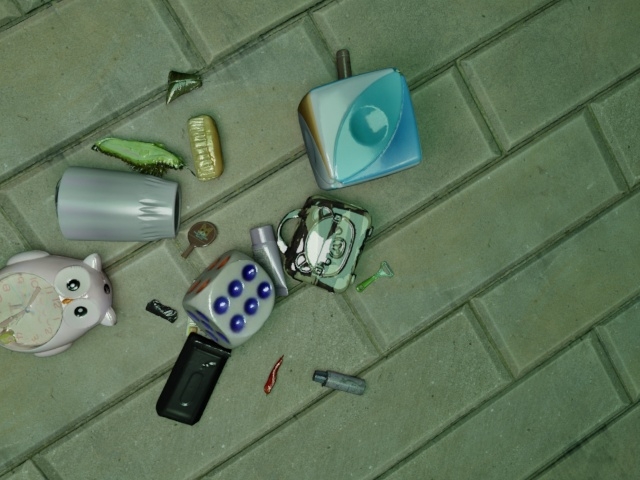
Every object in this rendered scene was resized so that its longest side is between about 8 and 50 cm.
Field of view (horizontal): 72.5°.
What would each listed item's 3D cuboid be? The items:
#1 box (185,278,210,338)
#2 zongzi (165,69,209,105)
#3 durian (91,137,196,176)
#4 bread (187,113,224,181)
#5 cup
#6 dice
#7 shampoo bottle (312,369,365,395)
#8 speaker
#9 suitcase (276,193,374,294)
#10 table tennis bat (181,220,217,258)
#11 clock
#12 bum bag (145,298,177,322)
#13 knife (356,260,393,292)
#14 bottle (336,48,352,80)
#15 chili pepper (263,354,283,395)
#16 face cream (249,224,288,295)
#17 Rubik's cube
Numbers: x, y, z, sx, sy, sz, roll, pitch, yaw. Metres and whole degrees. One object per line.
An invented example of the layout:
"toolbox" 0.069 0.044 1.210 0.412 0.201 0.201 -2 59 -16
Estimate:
"box" -0.444 0.266 1.684 0.122 0.032 0.220 8 93 -10
"zongzi" -0.481 -0.544 1.596 0.154 0.062 0.130 7 83 -10
"durian" -0.621 -0.295 1.570 0.376 0.106 0.132 12 88 -3
"bread" -0.414 -0.336 1.588 0.106 0.140 0.236 -9 99 -12
"cup" -0.685 -0.114 1.508 0.372 0.253 0.253 4 94 -12
"dice" -0.321 0.207 1.551 0.243 0.251 0.259 50 61 -17
"shampoo bottle" 0.074 0.575 1.775 0.214 0.072 0.072 17 92 -10
"speaker" -0.467 0.519 1.608 0.180 0.184 0.388 24 97 -12
"suitcase" 0.000 0.000 1.659 0.340 0.194 0.351 19 91 0
"table tennis bat" -0.459 0.021 1.677 0.108 0.119 0.169 28 65 15
"clock" -0.905 0.202 1.498 0.377 0.250 0.368 -13 96 -2
"bum bag" -0.601 0.269 1.659 0.125 0.034 0.057 26 104 -10
"knife" 0.218 0.159 1.787 0.166 0.022 0.078 -35 92 -7
"bottle" 0.092 -0.661 1.687 0.053 0.053 0.140 -8 96 -8
"chili pepper" -0.188 0.538 1.743 0.027 0.045 0.178 28 84 -19
"face cream" -0.200 0.081 1.669 0.096 0.154 0.273 -14 94 -47
"Rubik's cube" 0.129 -0.380 1.565 0.352 0.352 0.347 -17 98 -10
